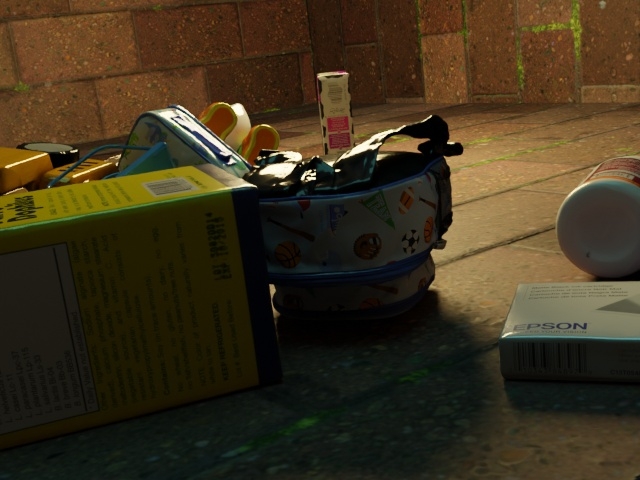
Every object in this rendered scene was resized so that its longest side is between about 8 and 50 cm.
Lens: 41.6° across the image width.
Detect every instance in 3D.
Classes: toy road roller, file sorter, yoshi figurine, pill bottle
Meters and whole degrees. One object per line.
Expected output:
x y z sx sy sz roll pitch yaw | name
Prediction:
-0.367 -0.023 1.209 0.241 0.202 0.329 7 15 9 | toy road roller
-0.232 -0.017 1.006 0.105 0.170 0.118 7 37 29 | file sorter
-0.226 -0.123 1.557 0.203 0.203 0.362 -19 3 -26 | yoshi figurine
0.380 -0.039 1.066 0.121 0.121 0.221 1 16 28 | pill bottle

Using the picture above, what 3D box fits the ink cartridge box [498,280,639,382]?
0.296 0.072 0.808 0.224 0.045 0.224 -2 14 20 | ink cartridge box

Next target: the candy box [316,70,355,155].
0.036 -0.251 1.852 0.071 0.233 0.159 -7 13 1 | candy box

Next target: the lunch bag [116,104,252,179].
-0.213 -0.099 1.340 0.219 0.176 0.090 39 33 15 | lunch bag

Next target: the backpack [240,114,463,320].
0.019 -0.018 0.972 0.277 0.213 0.263 -8 4 19 | backpack

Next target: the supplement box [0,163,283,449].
-0.241 0.056 0.811 0.357 0.194 0.195 -11 15 -18 | supplement box

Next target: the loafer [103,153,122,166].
-0.426 -0.121 1.748 0.130 0.133 0.366 2 16 31 | loafer
